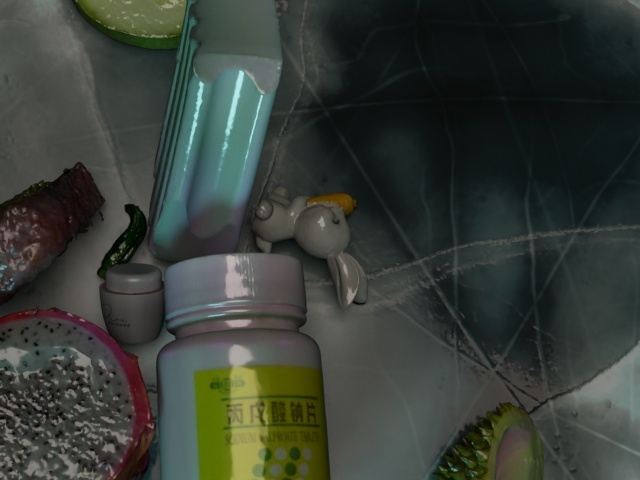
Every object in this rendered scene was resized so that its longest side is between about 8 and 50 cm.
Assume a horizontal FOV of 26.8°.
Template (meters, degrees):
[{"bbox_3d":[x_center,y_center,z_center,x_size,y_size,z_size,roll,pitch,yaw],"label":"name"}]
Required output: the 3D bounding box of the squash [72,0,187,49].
[{"bbox_3d":[-0.242,-0.397,1.931,0.252,0.049,0.252,1,74,-4],"label":"squash"}]

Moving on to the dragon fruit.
[{"bbox_3d":[-0.348,0.230,1.694,0.290,0.189,0.291,4,69,-12],"label":"dragon fruit"}]

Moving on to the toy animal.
[{"bbox_3d":[0.000,0.000,1.843,0.181,0.131,0.127,24,106,8],"label":"toy animal"}]

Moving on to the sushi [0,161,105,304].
[{"bbox_3d":[-0.373,-0.012,1.745,0.241,0.161,0.107,-42,100,-17],"label":"sushi"}]

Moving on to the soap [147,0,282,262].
[{"bbox_3d":[-0.144,-0.134,1.750,0.115,0.347,0.208,8,38,-12],"label":"soap"}]

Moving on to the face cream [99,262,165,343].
[{"bbox_3d":[-0.246,0.082,1.777,0.091,0.091,0.095,-1,104,-6],"label":"face cream"}]

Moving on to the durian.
[{"bbox_3d":[0.229,0.375,1.731,0.169,0.158,0.352,7,71,-17],"label":"durian"}]

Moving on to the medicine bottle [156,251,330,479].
[{"bbox_3d":[-0.099,0.219,1.699,0.213,0.213,0.379,-3,76,-7],"label":"medicine bottle"}]

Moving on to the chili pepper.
[{"bbox_3d":[-0.265,0.001,1.821,0.055,0.035,0.118,6,70,35],"label":"chili pepper"}]
